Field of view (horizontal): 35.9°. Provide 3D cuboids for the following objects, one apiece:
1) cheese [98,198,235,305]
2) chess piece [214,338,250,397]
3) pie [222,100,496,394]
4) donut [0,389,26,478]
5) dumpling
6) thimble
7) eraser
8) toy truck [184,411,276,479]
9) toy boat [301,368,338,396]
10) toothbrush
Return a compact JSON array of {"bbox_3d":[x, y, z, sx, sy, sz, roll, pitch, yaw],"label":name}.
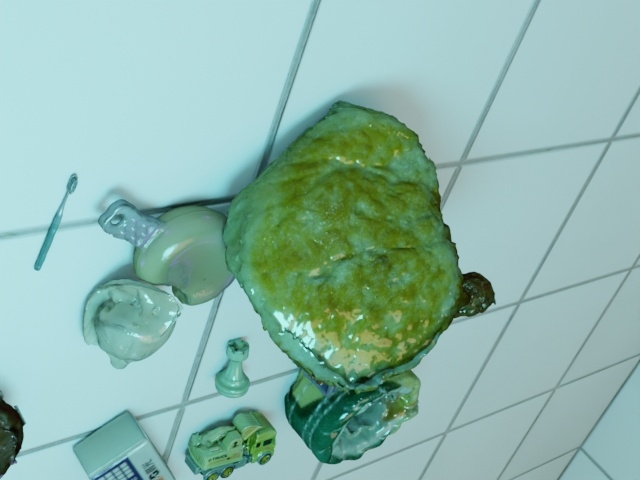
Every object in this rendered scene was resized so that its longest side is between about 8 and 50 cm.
[{"bbox_3d":[-0.230,0.007,1.496,0.163,0.082,0.286,-50,144,9],"label":"cheese"},{"bbox_3d":[-0.159,0.236,1.847,0.067,0.067,0.103,-13,129,-37],"label":"chess piece"},{"bbox_3d":[0.042,0.016,1.557,0.395,0.418,0.180,-34,-170,-23],"label":"pie"},{"bbox_3d":[-0.573,0.314,1.464,0.270,0.103,0.269,-25,143,-21],"label":"donut"},{"bbox_3d":[-0.299,0.125,1.525,0.136,0.118,0.199,31,123,-16],"label":"dumpling"},{"bbox_3d":[0.073,0.340,2.109,0.288,0.167,0.254,-13,138,-36],"label":"thimble"},{"bbox_3d":[-0.353,0.435,1.848,0.124,0.081,0.279,-33,146,-14],"label":"eraser"},{"bbox_3d":[-0.179,0.407,1.999,0.191,0.085,0.116,-11,131,-36],"label":"toy truck"},{"bbox_3d":[0.015,0.178,1.899,0.078,0.127,0.283,-24,141,-28],"label":"toy boat"},{"bbox_3d":[-0.368,-0.022,1.374,0.011,0.014,0.167,12,121,-32],"label":"toothbrush"}]
